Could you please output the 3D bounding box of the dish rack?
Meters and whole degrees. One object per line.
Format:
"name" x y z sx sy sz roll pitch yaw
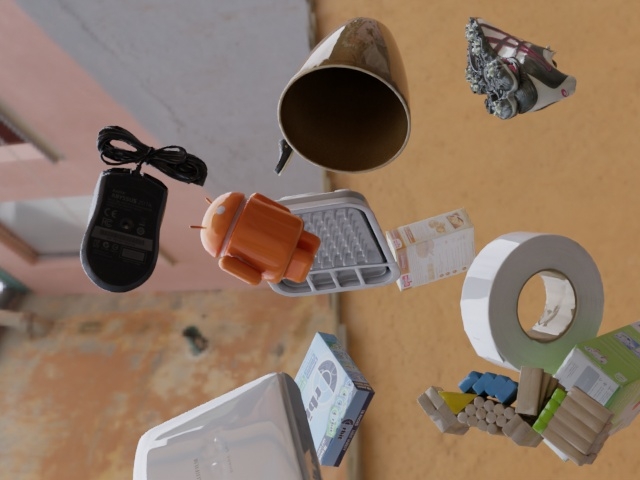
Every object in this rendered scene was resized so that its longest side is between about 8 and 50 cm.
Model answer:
"dish rack" 0.000 0.000 2.173 0.333 0.285 0.072 61 -154 -55

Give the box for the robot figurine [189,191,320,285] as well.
"robot figurine" -0.114 -0.005 1.833 0.128 0.219 0.158 129 165 -85

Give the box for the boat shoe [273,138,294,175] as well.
"boat shoe" -0.071 -0.203 2.259 0.049 0.042 0.133 -155 89 -84

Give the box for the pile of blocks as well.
"pile of blocks" 0.359 0.300 1.891 0.112 0.362 0.149 21 -101 -55

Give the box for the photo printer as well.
"photo printer" -0.155 0.375 1.661 0.107 0.307 0.256 50 -162 -49

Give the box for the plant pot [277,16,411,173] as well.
"plant pot" 0.064 -0.294 1.934 0.254 0.237 0.237 -75 -31 -44

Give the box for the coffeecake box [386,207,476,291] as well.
"coffeecake box" 0.251 0.021 2.377 0.142 0.185 0.068 78 174 -46

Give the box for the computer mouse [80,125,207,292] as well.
"computer mouse" -0.301 -0.034 1.682 0.072 0.188 0.272 135 152 -61

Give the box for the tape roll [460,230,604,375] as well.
"tape roll" 0.422 0.125 2.100 0.286 0.100 0.286 -2 -84 -26

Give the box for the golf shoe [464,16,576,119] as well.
"golf shoe" 0.292 -0.264 1.611 0.273 0.120 0.105 -105 10 -55

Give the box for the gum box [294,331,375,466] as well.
"gum box" 0.012 0.273 1.831 0.041 0.184 0.157 14 -69 -30

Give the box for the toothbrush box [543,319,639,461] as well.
"toothbrush box" 0.554 0.288 2.063 0.283 0.122 0.206 -11 -43 -50
